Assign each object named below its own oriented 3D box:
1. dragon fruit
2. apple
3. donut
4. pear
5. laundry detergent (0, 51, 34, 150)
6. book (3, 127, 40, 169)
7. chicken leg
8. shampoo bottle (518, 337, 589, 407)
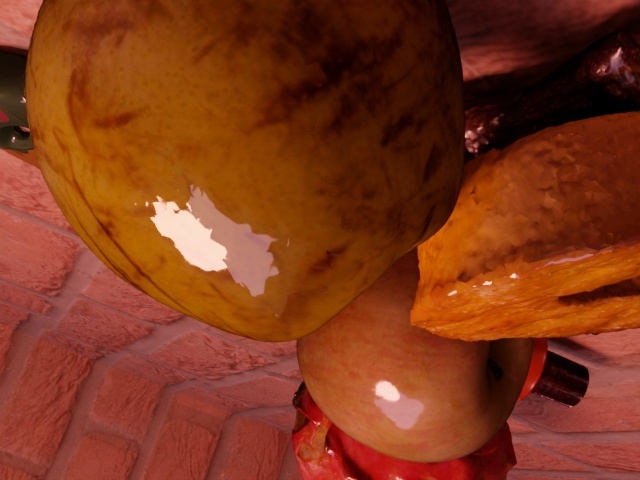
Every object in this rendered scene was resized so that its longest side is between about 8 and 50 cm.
[{"bbox_3d":[0.155,0.311,1.418,0.371,0.386,0.249,5,137,-44],"label":"dragon fruit"},{"bbox_3d":[0.096,0.101,0.972,0.234,0.257,0.257,13,161,37],"label":"apple"},{"bbox_3d":[0.208,-0.007,0.654,0.303,0.110,0.303,-7,164,-2],"label":"donut"},{"bbox_3d":[-0.037,-0.081,0.561,0.283,0.283,0.283,17,161,6],"label":"pear"},{"bbox_3d":[-0.334,-0.149,0.974,0.211,0.063,0.137,1,141,40],"label":"laundry detergent"},{"bbox_3d":[-0.267,-0.102,1.113,0.208,0.020,0.295,32,157,-33],"label":"book"},{"bbox_3d":[0.087,-0.074,0.720,0.407,0.096,0.158,-16,168,42],"label":"chicken leg"},{"bbox_3d":[0.221,0.144,1.194,0.278,0.104,0.104,23,161,-10],"label":"shampoo bottle"}]
